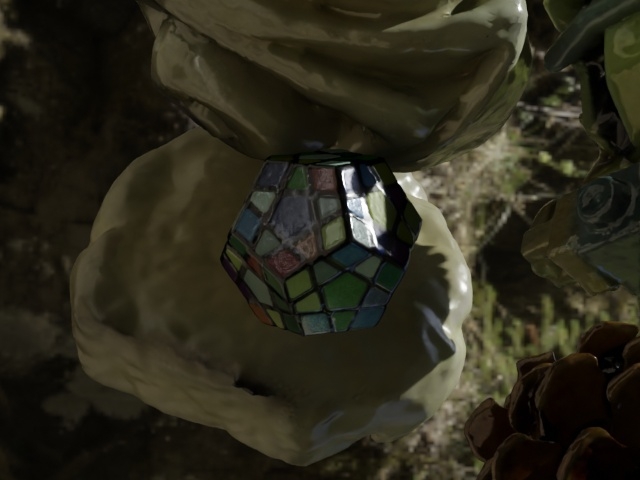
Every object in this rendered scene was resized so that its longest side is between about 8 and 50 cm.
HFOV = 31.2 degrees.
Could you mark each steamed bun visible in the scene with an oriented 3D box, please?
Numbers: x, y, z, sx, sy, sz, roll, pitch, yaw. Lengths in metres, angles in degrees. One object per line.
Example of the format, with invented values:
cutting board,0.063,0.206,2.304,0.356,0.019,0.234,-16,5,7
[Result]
steamed bun,-0.022,-0.188,0.829,0.339,0.247,0.352,58,2,8

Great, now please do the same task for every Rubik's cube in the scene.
Rubik's cube,0.000,0.000,0.744,0.112,0.133,0.133,46,37,-66

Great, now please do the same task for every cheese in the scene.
cheese,-0.039,0.036,0.921,0.318,0.326,0.115,55,-28,33

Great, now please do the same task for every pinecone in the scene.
pinecone,0.315,0.269,1.078,0.384,0.384,0.385,-177,-90,-72

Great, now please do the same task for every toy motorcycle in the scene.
toy motorcycle,0.252,-0.074,0.773,0.168,0.237,0.410,-31,-140,40
